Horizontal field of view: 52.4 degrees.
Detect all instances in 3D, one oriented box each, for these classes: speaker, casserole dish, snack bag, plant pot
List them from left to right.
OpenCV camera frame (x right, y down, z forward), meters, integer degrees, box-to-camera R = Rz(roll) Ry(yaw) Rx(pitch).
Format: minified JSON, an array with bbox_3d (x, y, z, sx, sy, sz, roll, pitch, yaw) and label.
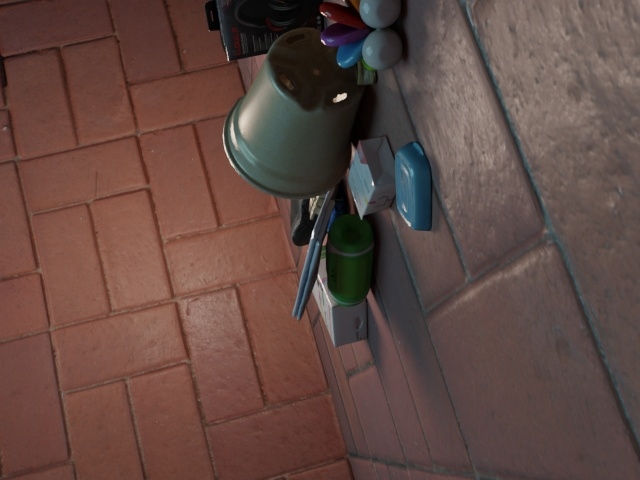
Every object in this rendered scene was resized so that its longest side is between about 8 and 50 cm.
[{"bbox_3d":[-0.043,-0.309,1.519,0.305,0.333,0.334,124,132,-63],"label":"plant pot"},{"bbox_3d":[0.000,0.000,1.790,0.343,0.037,0.323,-71,-4,-47],"label":"snack bag"},{"bbox_3d":[0.080,0.061,1.783,0.297,0.131,0.131,89,164,-53],"label":"speaker"},{"bbox_3d":[0.177,-0.100,1.260,0.114,0.037,0.188,-117,17,-52],"label":"casserole dish"}]

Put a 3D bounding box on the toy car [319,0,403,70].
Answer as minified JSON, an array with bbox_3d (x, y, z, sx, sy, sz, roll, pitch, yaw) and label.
[{"bbox_3d":[0.065,-0.392,1.179,0.159,0.136,0.182,-117,16,-53],"label":"toy car"}]

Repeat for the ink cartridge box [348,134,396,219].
[{"bbox_3d":[0.118,-0.135,1.462,0.198,0.067,0.115,107,148,-69],"label":"ink cartridge box"}]

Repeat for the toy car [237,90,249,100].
[{"bbox_3d":[-0.125,-0.376,1.851,0.210,0.237,0.219,56,151,30],"label":"toy car"}]

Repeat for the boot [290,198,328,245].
[{"bbox_3d":[-0.086,-0.252,2.233,0.367,0.146,0.445,107,145,-57],"label":"boot"}]

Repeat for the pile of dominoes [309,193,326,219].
[{"bbox_3d":[0.021,-0.192,1.832,0.196,0.040,0.251,-87,15,-51],"label":"pile of dominoes"}]

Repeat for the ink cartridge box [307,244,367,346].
[{"bbox_3d":[0.054,0.177,2.132,0.278,0.117,0.201,-115,14,-46],"label":"ink cartridge box"}]

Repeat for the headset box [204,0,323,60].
[{"bbox_3d":[-0.147,-0.596,1.655,0.218,0.293,0.110,88,165,-47],"label":"headset box"}]

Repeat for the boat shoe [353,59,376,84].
[{"bbox_3d":[0.079,-0.390,1.379,0.050,0.045,0.135,100,154,-67],"label":"boat shoe"}]

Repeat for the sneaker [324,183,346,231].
[{"bbox_3d":[0.044,-0.092,1.953,0.082,0.069,0.209,-136,34,-66],"label":"sneaker"}]
